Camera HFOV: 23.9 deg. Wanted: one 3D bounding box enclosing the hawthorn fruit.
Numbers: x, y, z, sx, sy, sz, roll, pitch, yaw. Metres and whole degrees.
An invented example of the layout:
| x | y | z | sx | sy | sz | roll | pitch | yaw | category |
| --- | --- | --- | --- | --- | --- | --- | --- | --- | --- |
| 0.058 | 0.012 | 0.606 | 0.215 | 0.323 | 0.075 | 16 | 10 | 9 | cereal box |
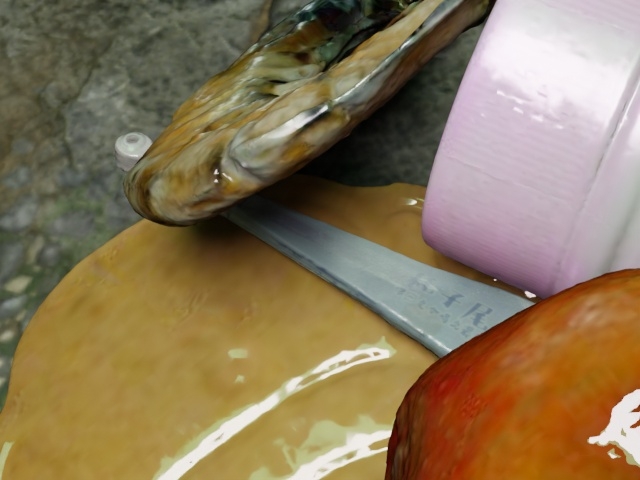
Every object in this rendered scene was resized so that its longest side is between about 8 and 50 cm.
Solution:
| x | y | z | sx | sy | sz | roll | pitch | yaw | category |
| --- | --- | --- | --- | --- | --- | --- | --- | --- | --- |
| 0.121 | 0.117 | 0.662 | 0.224 | 0.224 | 0.261 | -52 | 28 | -19 | hawthorn fruit |

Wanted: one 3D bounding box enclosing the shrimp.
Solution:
| x | y | z | sx | sy | sz | roll | pitch | yaw | category |
| --- | --- | --- | --- | --- | --- | --- | --- | --- | --- |
| 0.039 | -0.113 | 0.821 | 0.365 | 0.233 | 0.071 | -42 | 103 | -42 | shrimp |

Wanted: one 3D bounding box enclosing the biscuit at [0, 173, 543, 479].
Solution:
| x | y | z | sx | sy | sz | roll | pitch | yaw | category |
| --- | --- | --- | --- | --- | --- | --- | --- | --- | --- |
| -0.006 | 0.108 | 0.821 | 0.312 | 0.057 | 0.351 | -42 | 65 | -14 | biscuit |

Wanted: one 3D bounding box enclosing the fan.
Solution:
| x | y | z | sx | sy | sz | roll | pitch | yaw | category |
| --- | --- | --- | --- | --- | --- | --- | --- | --- | --- |
| 0.000 | 0.000 | 0.839 | 0.282 | 0.023 | 0.057 | 29 | 66 | 22 | fan |

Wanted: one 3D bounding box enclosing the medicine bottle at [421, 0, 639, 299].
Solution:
| x | y | z | sx | sy | sz | roll | pitch | yaw | category |
| --- | --- | --- | --- | --- | --- | --- | --- | --- | --- |
| 0.229 | -0.023 | 0.762 | 0.315 | 0.202 | 0.202 | 24 | 67 | 13 | medicine bottle |
